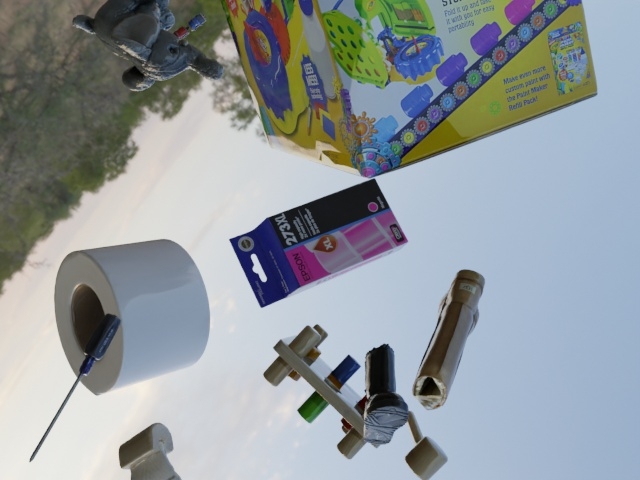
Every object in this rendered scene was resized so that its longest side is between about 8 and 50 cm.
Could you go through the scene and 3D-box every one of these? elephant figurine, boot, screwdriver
[{"bbox_3d":[-0.328,-0.370,1.241,0.186,0.169,0.239,-38,-122,20],"label":"elephant figurine"},{"bbox_3d":[0.070,0.163,0.726,0.121,0.045,0.099,98,-1,-55],"label":"boot"},{"bbox_3d":[0.249,0.219,1.309,0.236,0.089,0.270,84,27,-49],"label":"boot"},{"bbox_3d":[-0.262,0.156,0.697,0.025,0.024,0.170,67,45,-67],"label":"screwdriver"}]

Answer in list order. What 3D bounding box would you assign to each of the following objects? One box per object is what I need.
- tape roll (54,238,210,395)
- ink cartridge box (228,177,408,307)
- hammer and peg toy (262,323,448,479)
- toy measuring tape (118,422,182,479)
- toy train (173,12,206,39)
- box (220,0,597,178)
[{"bbox_3d":[-0.330,0.126,1.133,0.169,0.246,0.246,-11,166,-45],"label":"tape roll"},{"bbox_3d":[0.000,0.000,1.459,0.370,0.176,0.069,-22,167,-19],"label":"ink cartridge box"},{"bbox_3d":[0.060,0.317,1.240,0.127,0.361,0.266,-47,173,-2],"label":"hammer and peg toy"},{"bbox_3d":[-0.024,0.263,0.495,0.121,0.330,0.121,-34,-179,1],"label":"toy measuring tape"},{"bbox_3d":[-0.346,-0.510,1.600,0.158,0.027,0.036,-41,-172,-11],"label":"toy train"},{"bbox_3d":[0.027,-0.220,0.506,0.177,0.279,0.290,-21,-164,-12],"label":"box"}]
